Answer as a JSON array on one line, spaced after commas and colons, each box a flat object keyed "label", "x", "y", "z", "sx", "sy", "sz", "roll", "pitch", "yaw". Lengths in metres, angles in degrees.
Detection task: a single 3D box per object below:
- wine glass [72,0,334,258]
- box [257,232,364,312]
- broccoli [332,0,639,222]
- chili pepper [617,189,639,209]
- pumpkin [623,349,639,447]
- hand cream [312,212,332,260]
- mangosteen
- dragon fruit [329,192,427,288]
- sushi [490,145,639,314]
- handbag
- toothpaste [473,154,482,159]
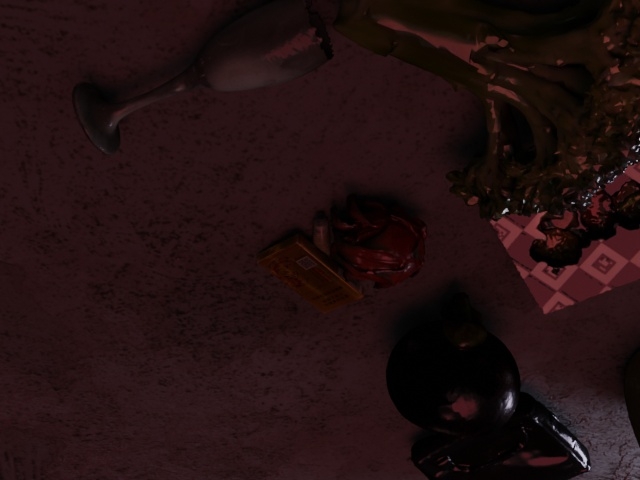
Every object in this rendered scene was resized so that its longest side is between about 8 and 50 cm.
[{"label": "wine glass", "x": -0.108, "y": -0.142, "z": 1.037, "sx": 0.310, "sy": 0.096, "sz": 0.264, "roll": -19, "pitch": 127, "yaw": 13}, {"label": "box", "x": -0.014, "y": 0.053, "z": 1.251, "sx": 0.089, "sy": 0.022, "sz": 0.156, "roll": -29, "pitch": 126, "yaw": 35}, {"label": "broccoli", "x": 0.249, "y": -0.228, "z": 0.936, "sx": 0.353, "sy": 0.275, "sz": 0.397, "roll": -38, "pitch": 103, "yaw": 6}, {"label": "chili pepper", "x": 0.449, "y": -0.056, "z": 1.117, "sx": 0.083, "sy": 0.017, "sz": 0.030, "roll": -12, "pitch": 90, "yaw": 23}, {"label": "pumpkin", "x": 0.672, "y": 0.267, "z": 1.377, "sx": 0.333, "sy": 0.199, "sz": 0.332, "roll": -6, "pitch": 135, "yaw": -6}, {"label": "hand cream", "x": 0.000, "y": 0.000, "z": 1.219, "sx": 0.035, "sy": 0.022, "sz": 0.102, "roll": -1, "pitch": 136, "yaw": 0}, {"label": "mangosteen", "x": 0.210, "y": 0.204, "z": 1.296, "sx": 0.216, "sy": 0.216, "sz": 0.216, "roll": -1, "pitch": 131, "yaw": -1}, {"label": "dragon fruit", "x": 0.083, "y": 0.003, "z": 1.168, "sx": 0.142, "sy": 0.130, "sz": 0.121, "roll": -7, "pitch": 165, "yaw": 0}, {"label": "sushi", "x": 0.397, "y": -0.055, "z": 1.167, "sx": 0.290, "sy": 0.050, "sz": 0.264, "roll": -27, "pitch": 106, "yaw": 21}, {"label": "handbag", "x": 0.339, "y": 0.402, "z": 1.539, "sx": 0.275, "sy": 0.088, "sz": 0.244, "roll": -32, "pitch": 122, "yaw": 27}, {"label": "toothpaste", "x": 0.294, "y": -0.085, "z": 1.130, "sx": 0.170, "sy": 0.028, "sz": 0.045, "roll": 10, "pitch": 120, "yaw": 8}]
